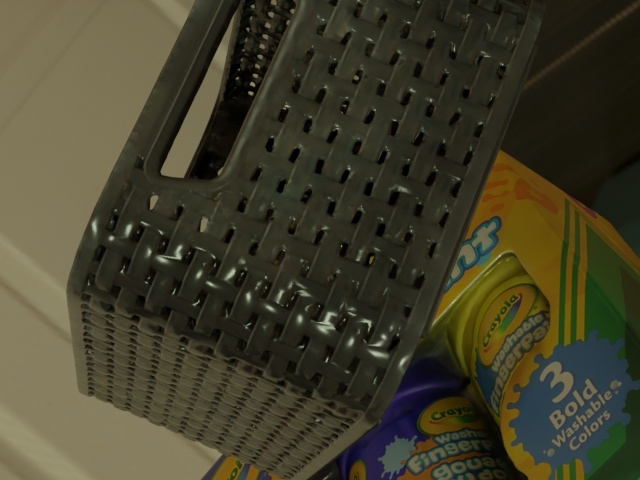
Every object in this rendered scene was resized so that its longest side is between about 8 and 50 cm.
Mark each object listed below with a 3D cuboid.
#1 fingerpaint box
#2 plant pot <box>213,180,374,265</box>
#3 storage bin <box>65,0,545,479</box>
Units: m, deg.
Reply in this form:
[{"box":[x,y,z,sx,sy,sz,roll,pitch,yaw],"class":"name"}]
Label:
[{"box":[0.099,0.205,1.060,0.163,0.371,0.445,30,109,-29],"class":"fingerpaint box"},{"box":[0.000,0.000,0.626,0.081,0.081,0.083,-21,91,1],"class":"plant pot"},{"box":[-0.011,-0.005,0.411,0.084,0.122,0.180,23,162,-1],"class":"storage bin"}]
